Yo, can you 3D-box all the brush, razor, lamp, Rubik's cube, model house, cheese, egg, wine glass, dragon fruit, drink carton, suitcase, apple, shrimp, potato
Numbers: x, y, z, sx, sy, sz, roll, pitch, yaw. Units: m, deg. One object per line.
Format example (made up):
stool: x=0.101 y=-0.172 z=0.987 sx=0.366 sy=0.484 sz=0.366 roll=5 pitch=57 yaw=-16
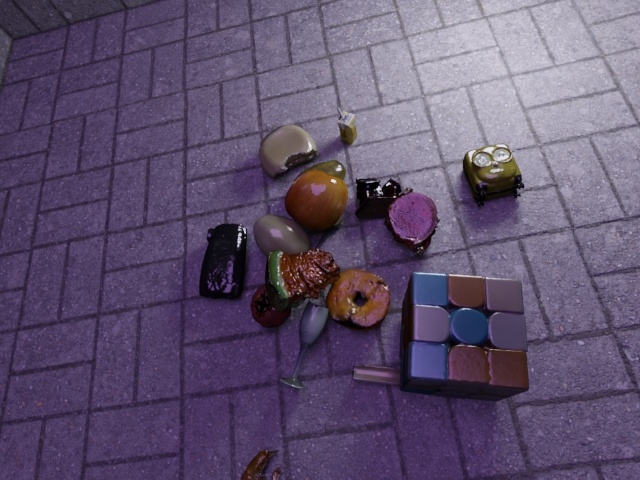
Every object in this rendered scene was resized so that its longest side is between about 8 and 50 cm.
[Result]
brush: x=0.276 y=0.496 z=1.622 sx=0.321 sy=0.050 sz=0.060 roll=5 pitch=64 yaw=6
razor: x=-0.409 y=0.087 z=1.912 sx=0.189 sy=0.107 sz=0.326 roll=-2 pitch=66 yaw=10
lamp: x=-0.189 y=0.256 z=1.779 sx=0.182 sy=0.140 sz=0.181 roll=-10 pitch=69 yaw=28
Rubik's cube: x=0.447 y=0.323 z=1.475 sx=0.347 sy=0.347 sz=0.344 roll=5 pitch=67 yaw=6
model house: x=0.245 y=-0.190 z=1.907 sx=0.203 sy=0.141 sz=0.164 roll=2 pitch=44 yaw=-9
cheese: x=-0.153 y=-0.406 z=2.069 sx=0.266 sy=0.127 sz=0.233 roll=-30 pitch=64 yaw=-1
egg: x=-0.161 y=-0.004 z=1.839 sx=0.254 sy=0.188 sz=0.188 roll=34 pitch=75 yaw=-8
wine glass: x=-0.132 y=0.364 z=1.703 sx=0.264 sy=0.096 sz=0.309 roll=16 pitch=82 yaw=20
dragon fruit: x=0.363 y=-0.064 z=1.798 sx=0.211 sy=0.147 sz=0.282 roll=-9 pitch=78 yaw=5
drink carton: x=0.119 y=-0.523 z=2.023 sx=0.075 sy=0.200 sz=0.084 roll=26 pitch=74 yaw=19
brush: x=0.000 y=0.000 z=1.907 sx=0.062 sy=0.027 sz=0.266 roll=30 pitch=75 yaw=37
suitcase: x=0.695 y=-0.277 z=1.822 sx=0.194 sy=0.143 sz=0.234 roll=-14 pitch=64 yaw=6
apple: x=-0.014 y=-0.173 z=1.839 sx=0.242 sy=0.242 sz=0.241 roll=40 pitch=110 yaw=24
shrimp: x=-0.200 y=0.822 z=1.576 sx=0.133 sy=0.051 sz=0.187 roll=28 pitch=82 yaw=9
potato: x=0.001 y=-0.271 z=1.987 sx=0.251 sy=0.113 sz=0.149 roll=-24 pitch=56 yaw=-9

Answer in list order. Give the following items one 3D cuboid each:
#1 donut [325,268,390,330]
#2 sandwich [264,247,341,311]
donut: x=0.146 y=0.230 z=1.725 sx=0.254 sy=0.118 sz=0.253 roll=-4 pitch=67 yaw=10
sandwich: x=-0.064 y=0.145 z=1.717 sx=0.301 sy=0.162 sz=0.250 roll=-12 pitch=49 yaw=-13
